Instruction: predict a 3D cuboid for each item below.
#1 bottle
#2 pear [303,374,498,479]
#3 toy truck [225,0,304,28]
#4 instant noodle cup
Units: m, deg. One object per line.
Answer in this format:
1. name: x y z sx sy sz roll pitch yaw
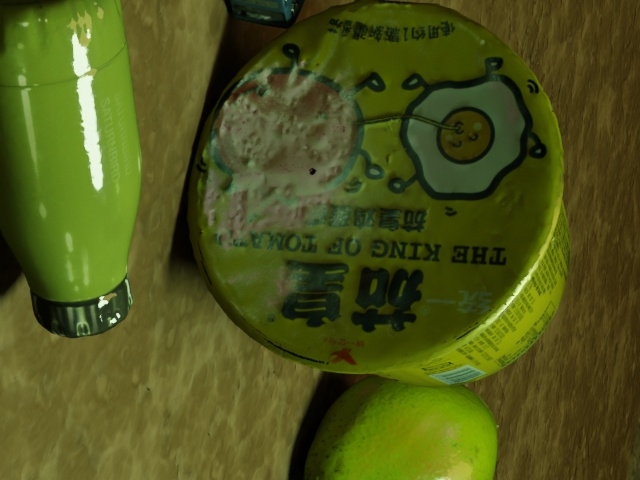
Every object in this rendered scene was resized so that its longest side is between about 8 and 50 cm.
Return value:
1. bottle: -0.176 -0.057 1.343 0.112 0.112 0.260 -54 146 -52
2. pear: 0.078 0.233 2.051 0.219 0.187 0.187 -33 130 -47
3. toy truck: -0.027 -0.277 1.736 0.088 0.074 0.202 84 22 -56
4. instant noodle cup: 0.077 -0.016 1.738 0.254 0.325 0.326 41 59 -66
